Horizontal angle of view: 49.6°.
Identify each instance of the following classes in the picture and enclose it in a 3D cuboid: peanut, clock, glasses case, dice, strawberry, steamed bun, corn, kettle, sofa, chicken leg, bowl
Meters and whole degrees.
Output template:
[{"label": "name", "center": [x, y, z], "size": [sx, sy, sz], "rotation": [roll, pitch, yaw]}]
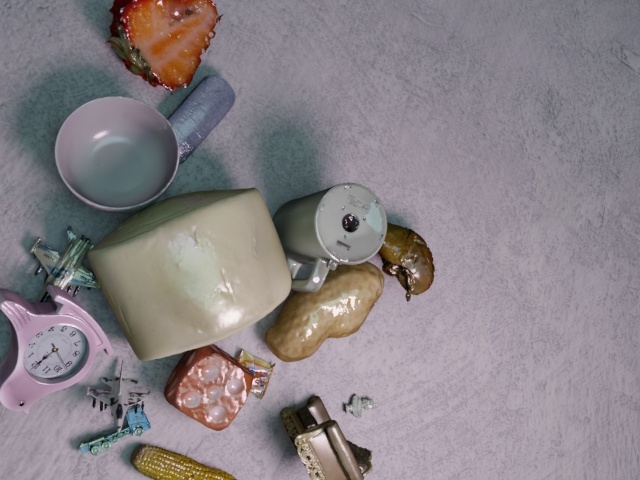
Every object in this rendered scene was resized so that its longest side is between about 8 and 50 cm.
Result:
[{"label": "peanut", "center": [0.017, 0.196, 1.933], "size": [0.387, 0.169, 0.192], "rotation": [-33, 107, -18]}, {"label": "clock", "center": [-0.671, 0.238, 1.614], "size": [0.275, 0.080, 0.290], "rotation": [-40, 125, -17]}, {"label": "glasses case", "center": [-0.335, -0.321, 1.837], "size": [0.109, 0.067, 0.282], "rotation": [43, 71, -21]}, {"label": "dice", "center": [-0.286, 0.366, 1.777], "size": [0.175, 0.174, 0.179], "rotation": [33, 82, -14]}, {"label": "strawberry", "center": [-0.420, -0.542, 1.765], "size": [0.253, 0.150, 0.280], "rotation": [37, 71, -40]}, {"label": "steamed bun", "center": [-0.296, 0.069, 1.703], "size": [0.455, 0.290, 0.371], "rotation": [-27, 106, -25]}, {"label": "corn", "center": [-0.341, 0.615, 1.803], "size": [0.319, 0.097, 0.097], "rotation": [30, 77, -19]}, {"label": "kettle", "center": [0.013, -0.005, 1.847], "size": [0.205, 0.318, 0.265], "rotation": [-9, 91, -27]}, {"label": "sofa", "center": [0.022, 0.539, 1.881], "size": [0.182, 0.258, 0.200], "rotation": [-28, 99, -9]}, {"label": "chicken leg", "center": [0.210, -0.004, 2.035], "size": [0.361, 0.140, 0.211], "rotation": [52, 29, 6]}, {"label": "bowl", "center": [-0.494, -0.196, 1.701], "size": [0.286, 0.144, 0.287], "rotation": [3, 77, -13]}]

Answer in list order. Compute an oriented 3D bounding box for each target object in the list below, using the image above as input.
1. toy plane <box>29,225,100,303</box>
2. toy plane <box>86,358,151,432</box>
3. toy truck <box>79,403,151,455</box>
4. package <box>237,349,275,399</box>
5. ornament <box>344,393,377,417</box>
[{"label": "toy plane", "center": [-0.643, 0.100, 1.686], "size": [0.192, 0.088, 0.262], "rotation": [34, 86, -14]}, {"label": "toy plane", "center": [-0.493, 0.399, 1.689], "size": [0.160, 0.234, 0.082], "rotation": [9, 122, -19]}, {"label": "toy truck", "center": [-0.521, 0.473, 1.741], "size": [0.175, 0.067, 0.081], "rotation": [-20, 91, -20]}, {"label": "package", "center": [-0.189, 0.369, 1.907], "size": [0.120, 0.031, 0.108], "rotation": [27, 80, -20]}, {"label": "ornament", "center": [0.114, 0.488, 2.038], "size": [0.092, 0.041, 0.068], "rotation": [-32, 96, -12]}]
